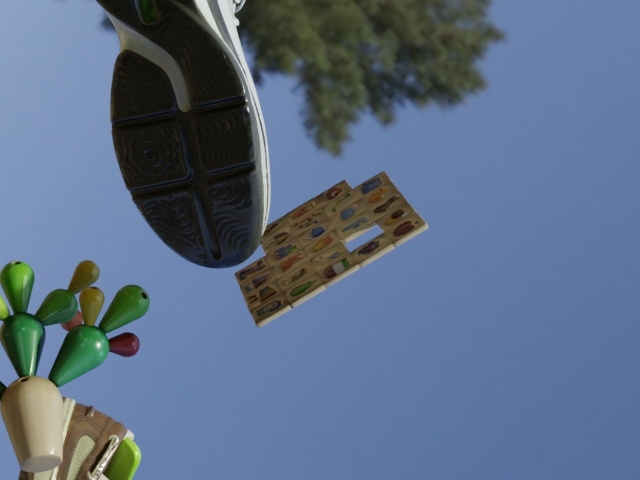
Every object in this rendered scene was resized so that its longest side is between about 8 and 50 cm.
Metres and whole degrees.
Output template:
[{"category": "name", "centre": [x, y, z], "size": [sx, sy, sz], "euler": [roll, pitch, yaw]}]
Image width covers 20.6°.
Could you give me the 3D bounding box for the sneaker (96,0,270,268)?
[{"category": "sneaker", "centre": [-0.107, -0.211, 1.828], "size": [0.169, 0.448, 0.257], "euler": [-9, -168, 28]}]

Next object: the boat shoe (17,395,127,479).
[{"category": "boat shoe", "centre": [-0.234, 0.267, 1.537], "size": [0.095, 0.095, 0.257], "euler": [133, -26, -76]}]

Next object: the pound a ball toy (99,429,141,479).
[{"category": "pound a ball toy", "centre": [-0.230, 0.377, 2.027], "size": [0.135, 0.208, 0.319], "euler": [-23, 149, -54]}]

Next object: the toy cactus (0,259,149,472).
[{"category": "toy cactus", "centre": [-0.242, 0.103, 1.421], "size": [0.219, 0.112, 0.181], "euler": [-7, -120, -13]}]

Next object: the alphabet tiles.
[{"category": "alphabet tiles", "centre": [0.000, 0.000, 1.851], "size": [0.198, 0.009, 0.237], "euler": [-31, -159, 0]}]
